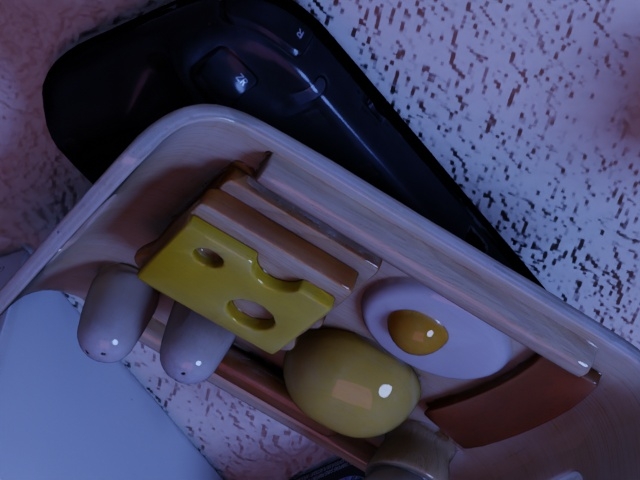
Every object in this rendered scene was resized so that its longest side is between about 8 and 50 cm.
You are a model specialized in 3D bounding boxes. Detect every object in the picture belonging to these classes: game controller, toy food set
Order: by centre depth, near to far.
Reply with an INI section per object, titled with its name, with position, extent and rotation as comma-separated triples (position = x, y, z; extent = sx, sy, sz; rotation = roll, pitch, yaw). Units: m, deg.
[toy food set]
position = -0.004, 0.072, 0.889
extent = 0.306, 0.092, 0.220
rotation = 31, 146, -13
[game controller]
position = 0.000, 0.000, 0.931
extent = 0.166, 0.067, 0.319
rotation = -11, 134, 40

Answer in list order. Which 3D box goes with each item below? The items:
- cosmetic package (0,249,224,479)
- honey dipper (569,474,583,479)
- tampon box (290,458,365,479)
[cosmetic package]
position = -0.173, 0.202, 1.095
extent = 0.217, 0.156, 0.385
rotation = -14, 130, 23
[honey dipper]
position = 0.128, 0.190, 1.116
extent = 0.030, 0.030, 0.161
rotation = 14, 138, -4
[tampon box]
position = 0.032, 0.218, 1.062
extent = 0.101, 0.161, 0.120
rotation = 38, 133, -27
